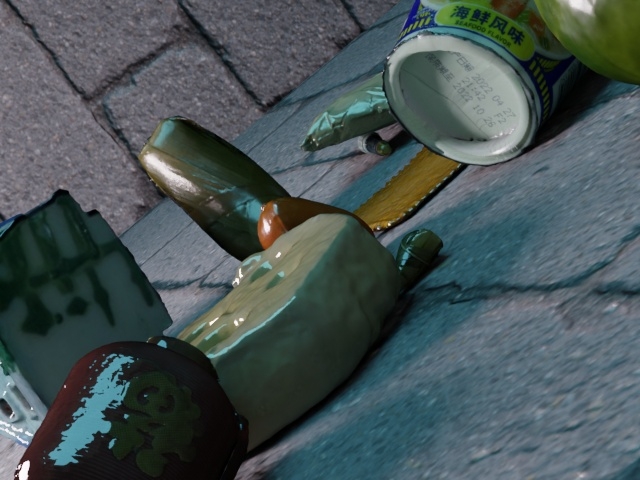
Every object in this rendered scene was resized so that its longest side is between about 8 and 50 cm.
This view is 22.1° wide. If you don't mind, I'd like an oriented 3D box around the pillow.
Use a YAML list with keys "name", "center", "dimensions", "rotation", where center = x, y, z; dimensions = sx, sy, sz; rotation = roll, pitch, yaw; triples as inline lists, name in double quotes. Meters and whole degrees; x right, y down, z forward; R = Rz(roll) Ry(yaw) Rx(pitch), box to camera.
- name: "pillow"
  center: [0.108, -0.229, 2.536]
  dimensions: [0.274, 0.076, 0.281]
  rotation: [-22, 10, 13]

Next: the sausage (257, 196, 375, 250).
- name: "sausage"
  center: [0.000, 0.000, 1.879]
  dimensions: [0.179, 0.089, 0.089]
  rotation: [15, -35, -44]

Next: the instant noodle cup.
- name: "instant noodle cup"
  center: [0.221, -0.258, 1.957]
  dimensions: [0.284, 0.284, 0.312]
  rotation: [-26, 24, 48]

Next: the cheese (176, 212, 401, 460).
- name: "cheese"
  center: [-0.065, 0.107, 1.686]
  dimensions: [0.326, 0.115, 0.318]
  rotation: [-39, 11, -4]

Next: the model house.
- name: "model house"
  center: [-0.409, 0.129, 2.257]
  dimensions: [0.252, 0.295, 0.329]
  rotation: [-41, 13, -37]

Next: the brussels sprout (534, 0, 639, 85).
- name: "brussels sprout"
  center: [0.357, -0.286, 1.526]
  dimensions: [0.344, 0.268, 0.344]
  rotation: [-30, 8, 5]

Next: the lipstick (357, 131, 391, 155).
- name: "lipstick"
  center: [0.085, -0.144, 2.482]
  dimensions: [0.037, 0.037, 0.116]
  rotation: [-39, 14, -3]

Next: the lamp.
- name: "lamp"
  center: [-0.169, 0.203, 1.454]
  dimensions: [0.180, 0.180, 0.258]
  rotation: [-27, 31, 47]

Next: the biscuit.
- name: "biscuit"
  center: [0.128, -0.081, 2.123]
  dimensions: [0.232, 0.013, 0.237]
  rotation: [-42, 11, -18]

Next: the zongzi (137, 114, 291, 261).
- name: "zongzi"
  center: [-0.126, -0.068, 2.258]
  dimensions: [0.123, 0.260, 0.289]
  rotation: [-48, 10, -6]

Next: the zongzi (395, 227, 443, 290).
- name: "zongzi"
  center: [0.092, 0.028, 1.739]
  dimensions: [0.083, 0.040, 0.076]
  rotation: [-60, 5, -7]
